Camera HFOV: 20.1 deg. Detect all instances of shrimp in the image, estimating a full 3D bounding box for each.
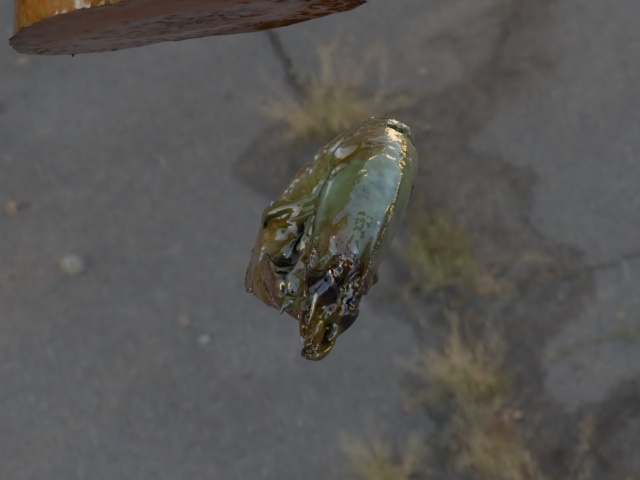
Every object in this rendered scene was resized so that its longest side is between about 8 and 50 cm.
[{"bbox_3d":[0.000,0.001,1.216,0.145,0.061,0.267,-31,27,21],"label":"shrimp"}]

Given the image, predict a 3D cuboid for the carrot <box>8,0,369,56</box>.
[{"bbox_3d":[-0.042,-0.239,0.896,0.214,0.331,0.193,17,13,40],"label":"carrot"}]
